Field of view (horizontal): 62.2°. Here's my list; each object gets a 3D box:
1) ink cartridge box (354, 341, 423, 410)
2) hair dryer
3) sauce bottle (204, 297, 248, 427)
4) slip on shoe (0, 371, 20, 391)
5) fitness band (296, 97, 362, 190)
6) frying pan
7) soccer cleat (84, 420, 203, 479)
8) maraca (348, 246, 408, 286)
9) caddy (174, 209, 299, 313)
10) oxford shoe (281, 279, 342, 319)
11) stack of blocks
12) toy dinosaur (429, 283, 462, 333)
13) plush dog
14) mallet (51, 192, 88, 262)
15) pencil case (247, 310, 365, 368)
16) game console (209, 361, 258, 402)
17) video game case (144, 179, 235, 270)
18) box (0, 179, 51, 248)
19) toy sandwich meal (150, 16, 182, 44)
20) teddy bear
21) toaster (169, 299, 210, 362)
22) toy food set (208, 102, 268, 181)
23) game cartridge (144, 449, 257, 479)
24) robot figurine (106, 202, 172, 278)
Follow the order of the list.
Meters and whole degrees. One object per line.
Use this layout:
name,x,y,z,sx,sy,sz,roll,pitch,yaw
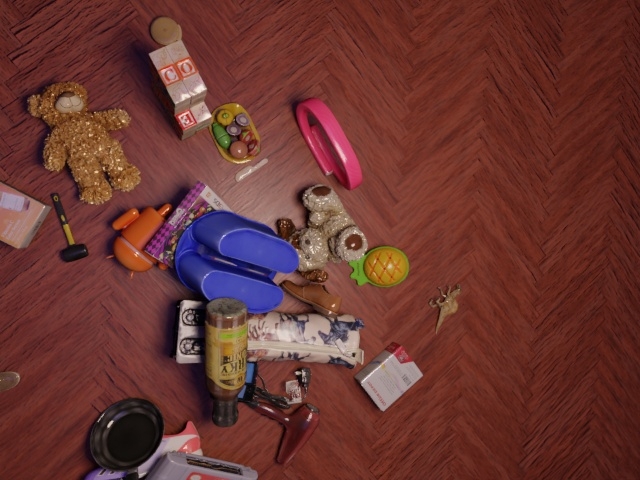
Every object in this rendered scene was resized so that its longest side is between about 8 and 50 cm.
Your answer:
ink cartridge box,0.213,0.428,1.676,0.175,0.072,0.127,-38,101,-12
hair dryer,-0.114,0.528,1.602,0.224,0.080,0.293,-9,89,1
sauce bottle,-0.243,0.320,1.368,0.111,0.111,0.344,-3,112,-16
slip on shoe,-0.863,0.376,1.386,0.135,0.041,0.051,-4,92,-16
fitness band,0.023,-0.274,1.533,0.054,0.209,0.290,-32,99,-11
frying pan,-0.480,0.567,1.410,0.197,0.053,0.326,-33,60,-21
soccer cleat,-0.495,0.600,1.476,0.318,0.108,0.116,-12,75,-14
maraca,0.181,0.084,1.650,0.186,0.099,0.127,-6,91,10
caddy,-0.229,0.058,1.460,0.341,0.179,0.241,22,95,-42
oxford shoe,-0.024,0.155,1.554,0.076,0.212,0.076,33,82,-58
stack of blocks,-0.361,-0.376,1.376,0.087,0.297,0.171,-30,98,-14
toy dinosaur,0.407,0.215,1.737,0.093,0.053,0.183,32,83,-16
plush dog,0.000,0.000,1.574,0.225,0.210,0.262,-33,72,1
mallet,-0.677,-0.038,1.434,0.062,0.039,0.189,-12,91,-15
pencil case,-0.082,0.283,1.534,0.410,0.183,0.159,6,90,-15
game console,-0.249,0.403,1.533,0.122,0.107,0.071,7,117,1
video game case,-0.342,-0.021,1.450,0.042,0.210,0.232,31,79,26
box,-0.813,-0.075,1.363,0.170,0.091,0.130,30,84,-15
toy sandwich meal,-0.433,-0.588,1.491,0.086,0.029,0.085,-1,93,-11
teddy bear,-0.619,-0.262,1.404,0.245,0.113,0.338,-12,95,-17
toaster,-0.351,0.250,1.467,0.110,0.186,0.168,6,82,-18
toy food set,-0.235,-0.294,1.531,0.128,0.071,0.217,-28,99,-13
game cartridge,-0.344,0.691,1.474,0.294,0.060,0.196,28,107,-32
robot figurine,-0.472,-0.006,1.444,0.219,0.128,0.158,-48,147,-10
